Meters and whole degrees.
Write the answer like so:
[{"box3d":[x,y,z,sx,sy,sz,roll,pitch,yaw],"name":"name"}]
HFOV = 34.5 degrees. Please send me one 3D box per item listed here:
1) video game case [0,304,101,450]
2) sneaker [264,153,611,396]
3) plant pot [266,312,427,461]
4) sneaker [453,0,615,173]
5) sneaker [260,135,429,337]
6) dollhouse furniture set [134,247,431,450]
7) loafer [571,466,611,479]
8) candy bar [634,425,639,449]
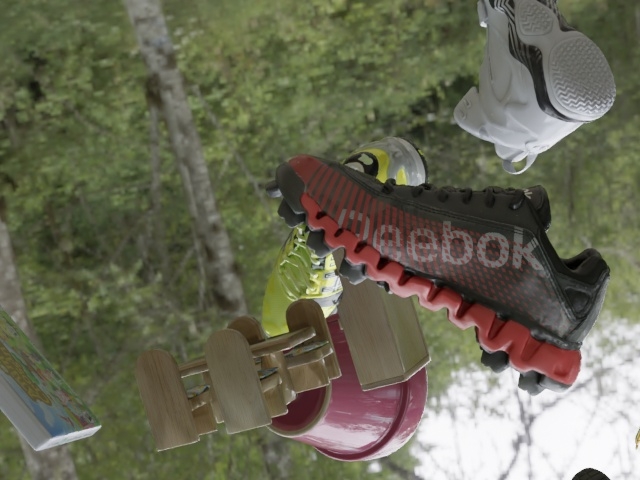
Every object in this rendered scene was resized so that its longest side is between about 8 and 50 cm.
[{"box3d":[-0.339,0.137,1.132,0.023,0.212,0.193,-42,173,-1],"name":"video game case"},{"box3d":[0.096,-0.004,0.774,0.276,0.135,0.097,31,-171,1],"name":"sneaker"},{"box3d":[0.013,0.189,1.348,0.201,0.201,0.180,2,174,35],"name":"plant pot"},{"box3d":[0.264,-0.278,1.473,0.137,0.366,0.210,-4,151,-31],"name":"sneaker"},{"box3d":[0.000,0.000,1.533,0.145,0.385,0.147,45,-152,25],"name":"sneaker"},{"box3d":[-0.039,0.076,0.994,0.242,0.161,0.212,-17,179,20],"name":"dollhouse furniture set"},{"box3d":[0.416,0.392,1.488,0.062,0.061,0.170,-34,-157,4],"name":"loafer"},{"box3d":[0.592,0.319,1.852,0.018,0.161,0.040,24,-131,16],"name":"candy bar"}]
